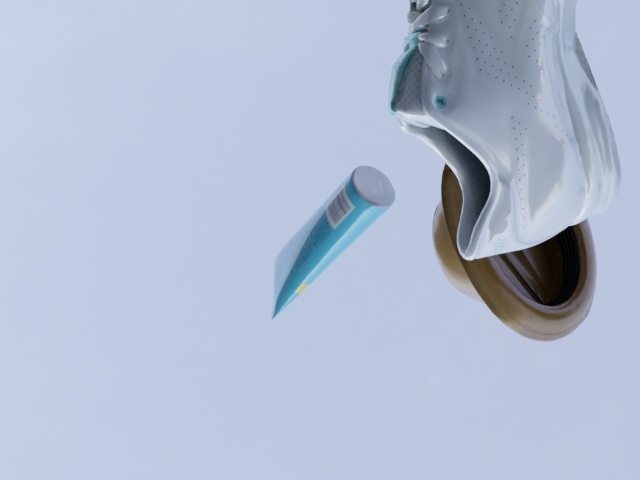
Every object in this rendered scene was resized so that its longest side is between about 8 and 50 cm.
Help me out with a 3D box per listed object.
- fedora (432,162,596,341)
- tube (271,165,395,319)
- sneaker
[{"bbox_3d":[0.157,0.002,1.212,0.079,0.194,0.194,-25,-120,48],"label":"fedora"},{"bbox_3d":[0.000,0.000,1.452,0.207,0.052,0.080,-45,-151,42],"label":"tube"},{"bbox_3d":[0.063,-0.092,0.620,0.094,0.212,0.080,-27,-166,-19],"label":"sneaker"}]
